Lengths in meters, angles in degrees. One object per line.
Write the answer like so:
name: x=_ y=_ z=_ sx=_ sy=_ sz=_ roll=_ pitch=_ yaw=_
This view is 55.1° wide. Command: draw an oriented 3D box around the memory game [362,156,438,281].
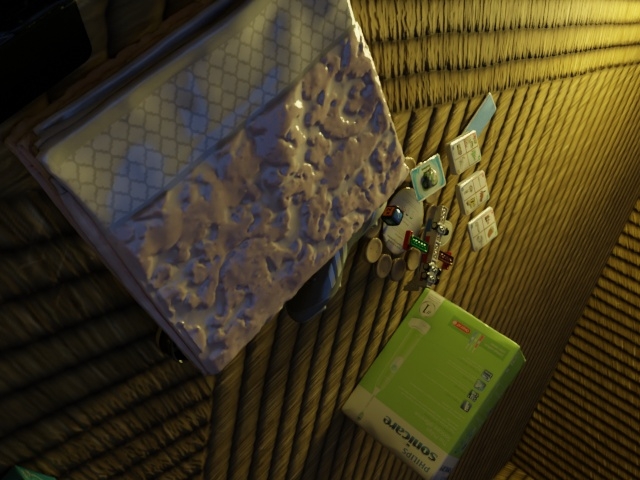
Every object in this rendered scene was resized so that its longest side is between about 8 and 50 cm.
memory game: x=0.118 y=-0.029 z=0.894 sx=0.186 sy=0.012 sz=0.186 roll=-18 pitch=116 yaw=-44

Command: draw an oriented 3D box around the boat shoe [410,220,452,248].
boat shoe: x=0.173 y=-0.010 z=1.002 sx=0.125 sy=0.038 sz=0.046 roll=-17 pitch=114 yaw=-46

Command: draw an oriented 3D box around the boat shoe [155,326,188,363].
boat shoe: x=-0.140 y=0.068 z=0.646 sx=0.048 sy=0.042 sz=0.133 roll=-10 pitch=124 yaw=-47

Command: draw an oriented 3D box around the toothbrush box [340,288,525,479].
toothbrush box: x=0.210 y=0.267 z=1.136 sx=0.283 sy=0.206 sz=0.122 roll=-54 pitch=148 yaw=-7

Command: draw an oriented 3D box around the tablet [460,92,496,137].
tablet: x=0.254 y=-0.191 z=0.985 sx=0.083 sy=0.006 sz=0.054 roll=-57 pitch=148 yaw=-3

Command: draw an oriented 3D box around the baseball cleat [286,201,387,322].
baseball cleat: x=0.000 y=0.000 z=0.767 sx=0.109 sy=0.072 sz=0.206 roll=37 pitch=82 yaw=-44

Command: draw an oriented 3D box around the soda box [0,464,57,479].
soda box: x=-0.332 y=0.325 z=0.579 sx=0.210 sy=0.071 sz=0.067 roll=-48 pitch=146 yaw=-14

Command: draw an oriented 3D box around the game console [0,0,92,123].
game console: x=-0.220 y=-0.134 z=0.388 sx=0.122 sy=0.071 sz=0.107 roll=-45 pitch=116 yaw=-19

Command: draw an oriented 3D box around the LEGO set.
LEGO set: x=0.174 y=-0.041 z=0.925 sx=0.244 sy=0.060 sz=0.183 roll=-33 pitch=113 yaw=-39

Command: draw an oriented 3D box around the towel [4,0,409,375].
towel: x=-0.058 y=-0.070 z=0.581 sx=0.332 sy=0.053 sz=0.317 roll=-44 pitch=137 yaw=-18
